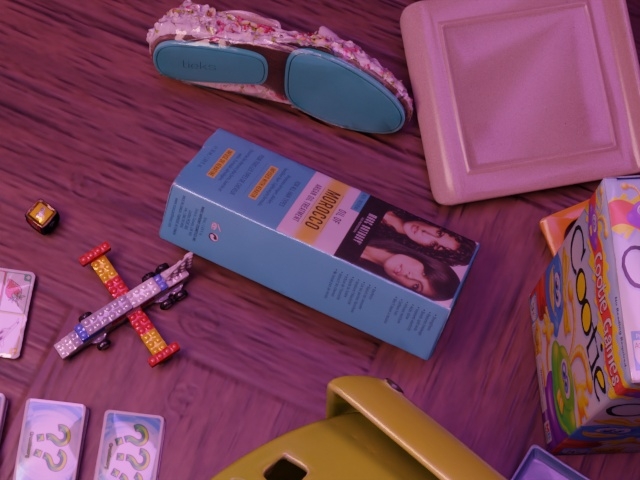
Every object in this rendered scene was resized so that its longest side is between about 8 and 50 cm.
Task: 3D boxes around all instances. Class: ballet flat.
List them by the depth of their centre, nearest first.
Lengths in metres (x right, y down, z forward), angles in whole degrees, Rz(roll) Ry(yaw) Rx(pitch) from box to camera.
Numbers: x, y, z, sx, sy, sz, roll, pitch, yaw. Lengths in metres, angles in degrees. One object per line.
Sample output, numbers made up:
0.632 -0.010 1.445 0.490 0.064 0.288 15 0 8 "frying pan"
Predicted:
-0.031 -0.162 1.161 0.241 0.091 0.077 16 49 0 "ballet flat"

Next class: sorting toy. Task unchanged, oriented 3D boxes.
0.179 -0.130 1.164 0.196 0.047 0.348 -10 83 0 "sorting toy"

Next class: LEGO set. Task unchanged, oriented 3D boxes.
-0.206 0.084 1.083 0.182 0.060 0.244 8 70 -3 "LEGO set"

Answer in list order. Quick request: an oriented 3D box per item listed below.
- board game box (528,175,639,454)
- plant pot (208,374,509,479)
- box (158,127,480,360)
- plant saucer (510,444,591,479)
0.255 0.065 0.986 0.144 0.275 0.142 -3 71 -2 "board game box"
0.032 0.240 0.942 0.227 0.228 0.207 38 69 19 "plant pot"
0.000 0.000 1.092 0.244 0.060 0.100 24 38 6 "box"
0.147 0.259 1.053 0.067 0.018 0.192 33 73 10 "plant saucer"
